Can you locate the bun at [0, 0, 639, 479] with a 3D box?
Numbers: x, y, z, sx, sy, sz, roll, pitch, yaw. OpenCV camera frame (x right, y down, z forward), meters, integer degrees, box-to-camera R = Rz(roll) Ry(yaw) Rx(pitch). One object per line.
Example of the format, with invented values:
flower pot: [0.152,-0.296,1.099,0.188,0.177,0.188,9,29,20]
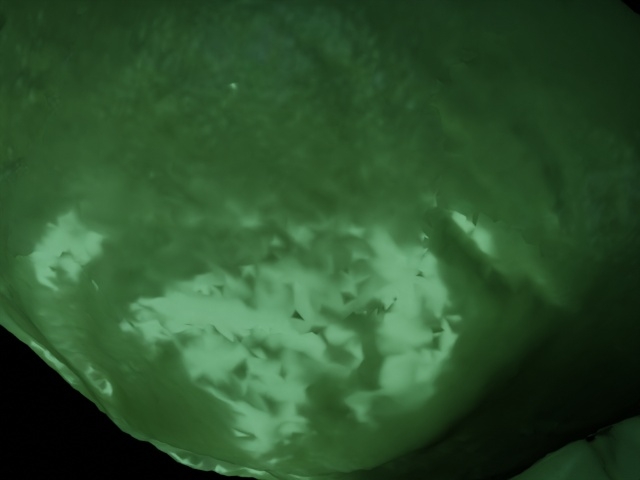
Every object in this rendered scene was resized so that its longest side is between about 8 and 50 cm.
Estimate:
bun: [0.000,0.003,0.718,0.364,0.202,0.364,17,172,2]

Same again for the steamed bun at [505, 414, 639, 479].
steamed bun: [0.124,0.187,0.668,0.276,0.203,0.289,-21,164,-31]
